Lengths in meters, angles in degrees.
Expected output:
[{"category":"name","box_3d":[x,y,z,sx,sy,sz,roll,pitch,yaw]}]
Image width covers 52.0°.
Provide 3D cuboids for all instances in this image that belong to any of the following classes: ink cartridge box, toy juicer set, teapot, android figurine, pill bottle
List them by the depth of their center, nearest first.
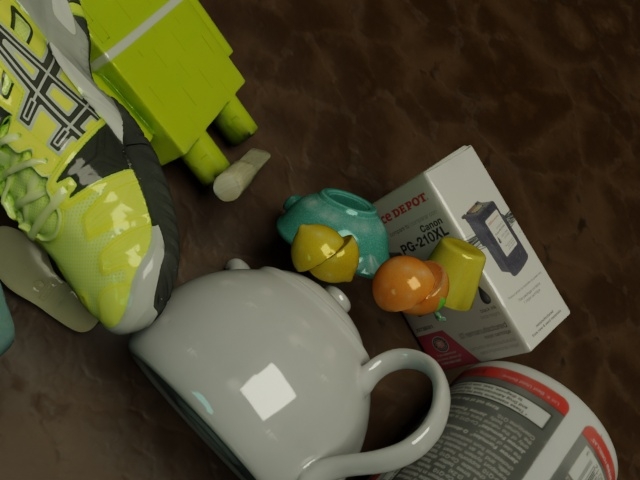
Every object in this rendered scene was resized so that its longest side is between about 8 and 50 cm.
[{"category":"teapot","box_3d":[-0.037,0.116,0.615,0.187,0.252,0.256,-42,83,-21]},{"category":"pill bottle","box_3d":[0.137,0.310,0.682,0.363,0.210,0.210,-36,93,-34]},{"category":"toy juicer set","box_3d":[0.000,0.000,0.694,0.328,0.090,0.209,28,21,19]},{"category":"android figurine","box_3d":[-0.181,-0.197,0.722,0.273,0.056,0.248,51,40,-26]},{"category":"ink cartridge box","box_3d":[0.166,0.028,0.822,0.100,0.172,0.237,-30,89,-35]}]

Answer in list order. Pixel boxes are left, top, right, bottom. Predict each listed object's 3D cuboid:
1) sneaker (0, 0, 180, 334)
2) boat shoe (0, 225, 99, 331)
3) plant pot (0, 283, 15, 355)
[{"category":"sneaker","box_3d":[-0.251,-0.087,0.551,0.147,0.145,0.385,-15,71,-51]},{"category":"boat shoe","box_3d":[-0.270,0.039,0.644,0.133,0.042,0.049,43,82,-9]},{"category":"plant pot","box_3d":[-0.380,0.051,0.462,0.252,0.247,0.248,-10,77,-54]}]
